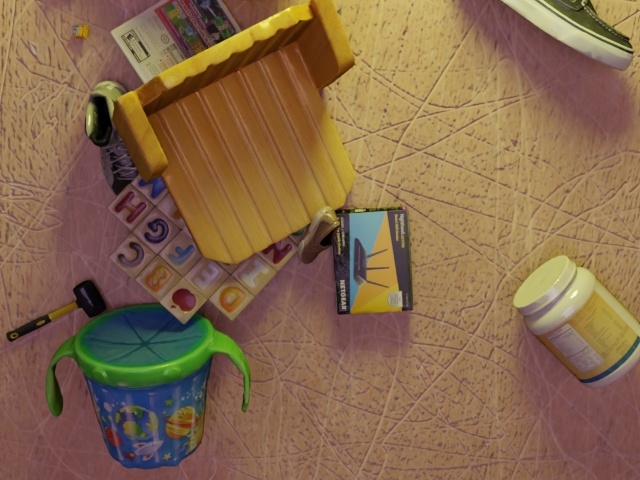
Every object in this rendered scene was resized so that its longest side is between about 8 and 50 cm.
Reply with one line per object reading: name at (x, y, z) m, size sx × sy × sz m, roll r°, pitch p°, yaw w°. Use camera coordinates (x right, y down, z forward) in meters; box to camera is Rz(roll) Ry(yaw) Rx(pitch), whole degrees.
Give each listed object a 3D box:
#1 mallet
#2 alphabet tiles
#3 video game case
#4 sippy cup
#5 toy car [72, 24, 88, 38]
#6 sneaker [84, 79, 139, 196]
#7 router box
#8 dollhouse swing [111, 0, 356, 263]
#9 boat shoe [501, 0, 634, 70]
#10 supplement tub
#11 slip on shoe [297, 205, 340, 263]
mallet at (-0.462, 0.140, 1.922) m, size 0.190 × 0.039 × 0.062 m, roll -32°, pitch 104°, yaw 13°
alphabet tiles at (-0.174, -0.041, 1.831) m, size 0.285 × 0.011 × 0.342 m, roll 44°, pitch 84°, yaw -14°
video game case at (-0.210, -0.301, 1.788) m, size 0.183 × 0.023 × 0.201 m, roll -34°, pitch 97°, yaw -8°
sippy cup at (-0.289, 0.256, 1.861) m, size 0.306 × 0.240 × 0.224 m, roll 14°, pitch 119°, yaw 32°
toy car at (-0.415, -0.388, 1.782) m, size 0.041 × 0.060 × 0.122 m, roll 2°, pitch 98°, yaw 33°
sneaker at (-0.339, -0.144, 1.797) m, size 0.086 × 0.132 × 0.228 m, roll -15°, pitch 102°, yaw 7°
router box at (0.089, 0.034, 1.882) m, size 0.133 × 0.046 × 0.178 m, roll -4°, pitch 103°, yaw 1°
dollhouse swing at (-0.095, -0.144, 1.689) m, size 0.347 × 0.315 × 0.305 m, roll -28°, pitch 95°, yaw -11°
boat shoe at (0.371, -0.394, 1.737) m, size 0.335 × 0.121 × 0.119 m, roll 32°, pitch 106°, yaw -5°
supplement tub at (0.438, 0.136, 1.854) m, size 0.144 × 0.144 × 0.200 m, roll -44°, pitch 99°, yaw 10°
slip on shoe at (0.000, 0.000, 1.845) m, size 0.041 × 0.051 × 0.135 m, roll 46°, pitch 136°, yaw 20°
